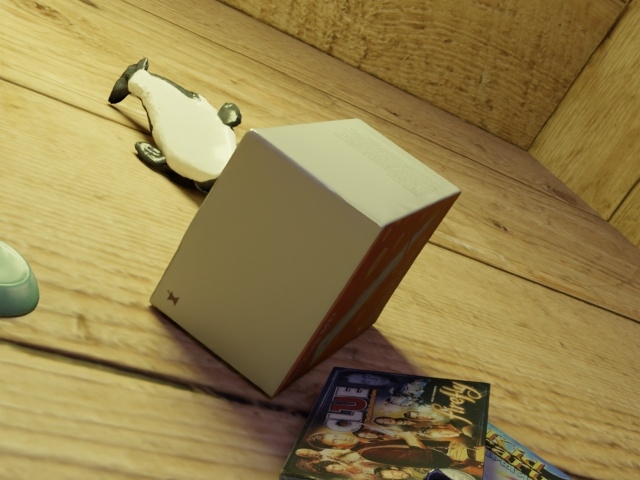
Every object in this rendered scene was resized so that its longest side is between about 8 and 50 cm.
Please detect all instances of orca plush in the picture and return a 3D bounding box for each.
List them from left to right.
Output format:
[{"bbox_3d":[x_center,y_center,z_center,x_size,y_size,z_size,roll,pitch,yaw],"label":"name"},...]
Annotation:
[{"bbox_3d":[-0.201,-0.139,1.423,0.287,0.102,0.151,31,60,29],"label":"orca plush"}]

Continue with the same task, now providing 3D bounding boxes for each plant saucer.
[{"bbox_3d":[-0.301,0.022,0.884,0.119,0.021,0.119,28,18,-10],"label":"plant saucer"}]

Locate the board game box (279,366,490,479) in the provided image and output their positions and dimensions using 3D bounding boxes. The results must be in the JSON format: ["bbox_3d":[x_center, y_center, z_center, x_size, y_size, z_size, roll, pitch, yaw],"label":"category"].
[{"bbox_3d":[0.068,0.185,0.913,0.165,0.042,0.243,5,15,10],"label":"board game box"}]

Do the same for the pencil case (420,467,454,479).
[{"bbox_3d":[0.133,0.241,0.426,0.306,0.119,0.133,42,-23,1],"label":"pencil case"}]

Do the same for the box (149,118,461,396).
[{"bbox_3d":[0.000,0.000,1.119,0.168,0.215,0.345,36,19,12],"label":"box"}]

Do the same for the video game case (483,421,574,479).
[{"bbox_3d":[0.217,0.293,0.958,0.269,0.061,0.244,34,17,6],"label":"video game case"}]
